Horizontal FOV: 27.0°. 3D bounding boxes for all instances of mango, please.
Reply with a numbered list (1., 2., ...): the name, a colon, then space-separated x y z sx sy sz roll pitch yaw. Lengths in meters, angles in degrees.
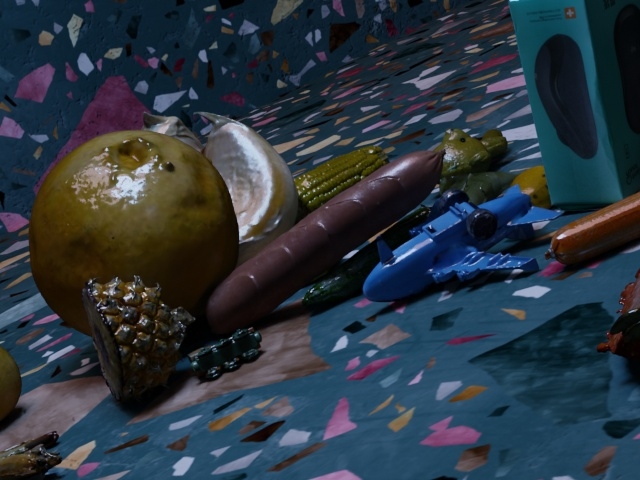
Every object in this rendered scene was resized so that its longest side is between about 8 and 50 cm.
1. mango: 0.302 -0.067 1.905 0.079 0.057 0.114 3 31 45

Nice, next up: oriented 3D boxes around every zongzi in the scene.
1. zongzi: 0.251 -0.063 1.991 0.130 0.062 0.154 -10 20 0

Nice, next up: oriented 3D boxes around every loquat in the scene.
1. loquat: -0.279 -0.003 1.996 0.328 0.328 0.328 -21 14 5
2. loquat: -0.513 0.213 1.948 0.163 0.137 0.163 -39 4 3

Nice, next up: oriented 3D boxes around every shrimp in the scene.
1. shrimp: -0.368 0.276 1.709 0.178 0.034 0.124 -18 7 35

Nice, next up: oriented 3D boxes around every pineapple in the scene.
1. pineapple: -0.233 0.123 1.800 0.136 0.176 0.161 -19 -20 -20

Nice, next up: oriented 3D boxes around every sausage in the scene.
1. sausage: 0.001 0.001 1.874 0.433 0.088 0.088 -36 10 15
2. sausage: 0.434 -0.049 1.640 0.347 0.053 0.053 -23 14 -3

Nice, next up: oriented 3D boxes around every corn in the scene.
1. corn: 0.028 -0.097 2.371 0.261 0.097 0.097 -30 16 -37

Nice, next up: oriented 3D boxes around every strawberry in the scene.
1. strawberry: 0.360 0.057 1.283 0.175 0.106 0.236 -57 -9 34

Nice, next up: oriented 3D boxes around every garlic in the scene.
1. garlic: -0.195 -0.066 2.255 0.249 0.313 0.286 19 -41 -36

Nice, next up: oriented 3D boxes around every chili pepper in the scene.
1. chili pepper: 0.068 0.031 1.881 0.227 0.059 0.088 -30 -25 -17

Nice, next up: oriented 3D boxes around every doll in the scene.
1. doll: 0.243 -0.151 2.243 0.137 0.097 0.209 -22 7 24

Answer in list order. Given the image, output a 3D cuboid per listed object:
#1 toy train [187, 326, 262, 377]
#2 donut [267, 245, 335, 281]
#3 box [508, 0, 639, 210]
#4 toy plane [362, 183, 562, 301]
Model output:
1. toy train: -0.128 0.150 1.790 0.103 0.044 0.064 -25 4 -10
2. donut: -0.034 0.029 2.058 0.140 0.059 0.140 -21 13 5
3. box: 0.382 -0.221 1.830 0.118 0.311 0.205 3 26 40
4. toy plane: 0.175 0.002 1.763 0.271 0.105 0.254 -21 28 -13
